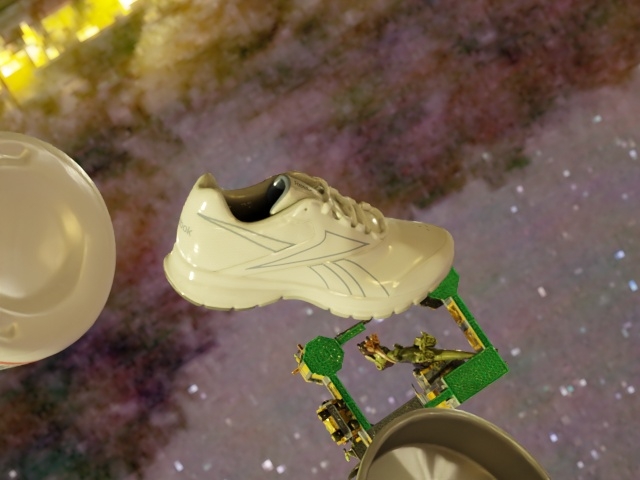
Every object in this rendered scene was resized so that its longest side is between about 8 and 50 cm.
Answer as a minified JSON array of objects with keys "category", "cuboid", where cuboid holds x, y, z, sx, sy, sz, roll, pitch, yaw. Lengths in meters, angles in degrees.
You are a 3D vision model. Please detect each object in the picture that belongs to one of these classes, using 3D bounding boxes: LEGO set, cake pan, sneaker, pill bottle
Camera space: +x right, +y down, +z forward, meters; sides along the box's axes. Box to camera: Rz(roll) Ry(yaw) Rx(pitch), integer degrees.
[{"category":"LEGO set","cuboid":[0.118,0.201,1.895,0.331,0.255,0.192,-40,172,-18]},{"category":"cake pan","cuboid":[0.145,0.314,1.250,0.054,0.293,0.293,-44,-179,43]},{"category":"sneaker","cuboid":[0.000,0.000,1.205,0.297,0.129,0.111,0,-145,-20]},{"category":"pill bottle","cuboid":[-0.225,0.021,0.707,0.221,0.124,0.124,-15,-159,47]}]
